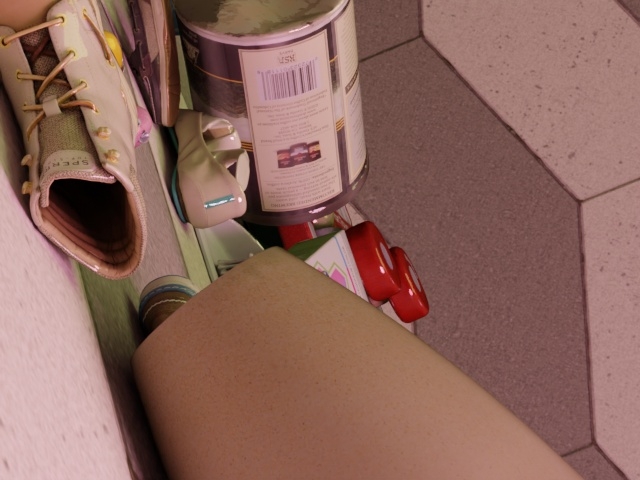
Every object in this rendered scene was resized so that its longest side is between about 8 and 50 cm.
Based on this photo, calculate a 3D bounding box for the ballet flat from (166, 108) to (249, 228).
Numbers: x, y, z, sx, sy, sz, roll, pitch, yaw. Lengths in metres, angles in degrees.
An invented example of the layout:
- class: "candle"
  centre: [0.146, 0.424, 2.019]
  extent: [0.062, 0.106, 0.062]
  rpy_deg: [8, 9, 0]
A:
- class: "ballet flat"
  centre: [-0.117, -0.085, 1.589]
  extent: [0.248, 0.086, 0.086]
  rpy_deg: [-107, 173, -61]

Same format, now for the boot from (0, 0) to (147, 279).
- class: "boot"
  centre: [-0.167, -0.093, 0.933]
  extent: [0.165, 0.077, 0.213]
  rpy_deg: [-104, 172, -50]

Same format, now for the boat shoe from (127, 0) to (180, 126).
- class: "boat shoe"
  centre: [-0.179, -0.196, 1.582]
  extent: [0.056, 0.049, 0.152]
  rpy_deg: [-33, 119, -80]

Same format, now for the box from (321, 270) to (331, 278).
- class: "box"
  centre: [-0.031, 0.095, 1.396]
  extent: [0.137, 0.126, 0.072]
  rpy_deg: [52, 15, -76]

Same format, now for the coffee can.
- class: "coffee can"
  centre: [-0.052, -0.184, 1.709]
  extent: [0.201, 0.202, 0.275]
  rpy_deg: [-109, -171, -45]

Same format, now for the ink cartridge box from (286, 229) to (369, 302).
- class: "ink cartridge box"
  centre: [-0.018, 0.073, 1.557]
  extent: [0.209, 0.062, 0.109]
  rpy_deg: [-39, 111, -64]

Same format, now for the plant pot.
- class: "plant pot"
  centre: [0.007, 0.147, 0.977]
  extent: [0.274, 0.256, 0.256]
  rpy_deg: [52, 2, 6]

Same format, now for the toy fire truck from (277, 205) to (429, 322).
- class: "toy fire truck"
  centre: [0.000, 0.000, 1.906]
  extent: [0.253, 0.169, 0.302]
  rpy_deg: [69, 12, 22]

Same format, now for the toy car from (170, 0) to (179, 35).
- class: "toy car"
  centre: [-0.149, -0.338, 1.873]
  extent: [0.238, 0.210, 0.219]
  rpy_deg: [91, -25, -67]

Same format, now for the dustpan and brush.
- class: "dustpan and brush"
  centre: [-0.058, 0.052, 1.625]
  extent: [0.211, 0.060, 0.147]
  rpy_deg: [50, 17, -60]

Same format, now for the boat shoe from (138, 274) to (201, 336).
- class: "boat shoe"
  centre: [-0.081, 0.113, 1.111]
  extent: [0.183, 0.066, 0.066]
  rpy_deg: [55, 14, -28]

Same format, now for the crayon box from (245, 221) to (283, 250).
- class: "crayon box"
  centre: [-0.023, 0.056, 2.163]
  extent: [0.202, 0.081, 0.318]
  rpy_deg: [-97, 165, -79]

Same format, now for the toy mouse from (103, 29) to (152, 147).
- class: "toy mouse"
  centre: [-0.177, -0.124, 1.308]
  extent: [0.143, 0.031, 0.161]
  rpy_deg: [-109, 175, -45]
